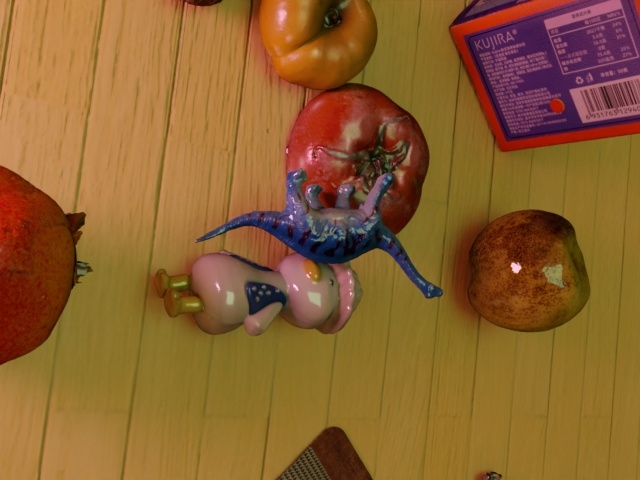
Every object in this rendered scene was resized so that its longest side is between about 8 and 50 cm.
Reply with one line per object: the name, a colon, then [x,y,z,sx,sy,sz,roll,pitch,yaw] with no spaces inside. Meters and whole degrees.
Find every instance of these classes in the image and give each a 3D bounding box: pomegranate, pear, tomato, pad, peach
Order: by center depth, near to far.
pomegranate: [-0.333,0.021,0.736,0.235,0.210,0.210,-20,102,-60]
peach: [-0.006,-0.292,1.036,0.179,0.103,0.179,-1,92,-34]
pad: [0.029,0.458,1.078,0.250,0.055,0.323,-41,94,-30]
tomato: [0.070,-0.110,1.093,0.237,0.095,0.236,0,90,-35]
pear: [0.325,0.052,1.227,0.197,0.197,0.197,1,89,-36]

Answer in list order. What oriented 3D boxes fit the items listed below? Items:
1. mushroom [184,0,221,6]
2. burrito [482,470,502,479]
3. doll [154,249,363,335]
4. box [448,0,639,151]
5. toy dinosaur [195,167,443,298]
mushroom: [-0.144,-0.351,0.948,0.109,0.085,0.126,25,80,-34]
burrito: [0.264,0.465,1.258,0.051,0.042,0.171,30,76,-36]
doll: [-0.064,0.065,0.982,0.293,0.138,0.119,4,127,-33]
box: [0.459,-0.338,1.223,0.319,0.349,0.256,-39,111,-28]
toy dinosaur: [0.015,-0.026,0.980,0.329,0.076,0.144,14,74,-16]
